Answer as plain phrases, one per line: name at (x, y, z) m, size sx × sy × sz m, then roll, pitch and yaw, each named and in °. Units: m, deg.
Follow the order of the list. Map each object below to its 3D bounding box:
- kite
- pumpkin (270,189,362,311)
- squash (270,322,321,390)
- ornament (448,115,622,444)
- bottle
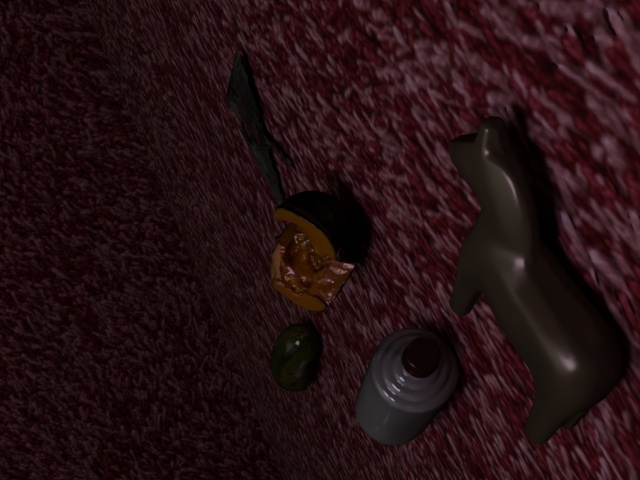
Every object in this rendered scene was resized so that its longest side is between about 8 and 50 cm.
kite at (-0.101, -0.174, 1.384) m, size 0.267 × 0.013 × 0.322 m, roll 48°, pitch 159°, yaw 51°
pumpkin at (0.000, 0.000, 1.129) m, size 0.119 × 0.108 × 0.183 m, roll 39°, pitch 149°, yaw 16°
squash at (-0.055, 0.245, 1.728) m, size 0.094 × 0.095 × 0.341 m, roll 60°, pitch 164°, yaw 20°
ornament at (0.163, 0.031, 0.716) m, size 0.230 × 0.061 × 0.244 m, roll 60°, pitch 165°, yaw 26°
bottle at (0.105, 0.174, 1.053) m, size 0.104 × 0.104 × 0.245 m, roll 60°, pitch 163°, yaw 21°
